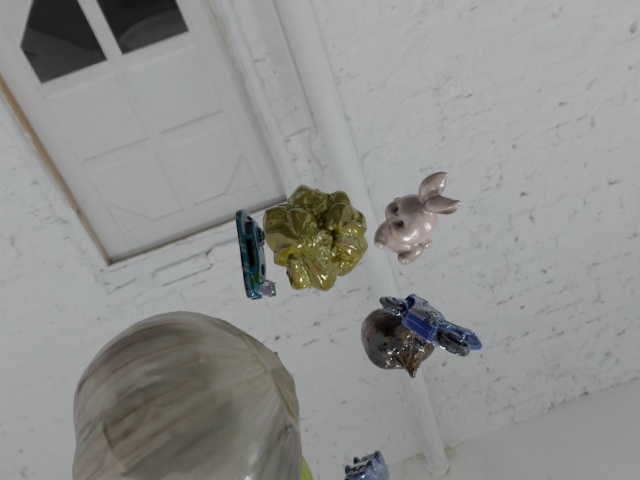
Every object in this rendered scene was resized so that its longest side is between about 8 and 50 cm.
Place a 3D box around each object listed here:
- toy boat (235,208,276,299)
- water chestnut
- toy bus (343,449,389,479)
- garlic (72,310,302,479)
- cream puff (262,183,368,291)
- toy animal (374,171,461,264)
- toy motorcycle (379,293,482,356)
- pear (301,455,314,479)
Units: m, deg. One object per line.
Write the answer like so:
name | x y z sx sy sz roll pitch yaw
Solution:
toy boat | -0.205 0.038 1.326 0.092 0.298 0.134 -11 167 4
water chestnut | 0.348 0.434 1.774 0.335 0.335 0.347 -19 -150 5
toy bus | 0.123 0.619 1.076 0.079 0.094 0.236 -21 159 11
garlic | -0.157 0.237 0.512 0.260 0.317 0.317 -24 -160 -5
cream puff | 0.008 0.003 1.185 0.274 0.323 0.269 -25 -153 8
toy animal | 0.173 -0.046 0.785 0.124 0.212 0.124 2 -120 -4
toy motorcycle | 0.217 0.165 0.830 0.205 0.076 0.114 31 -163 35
pear | -0.190 0.940 1.518 0.391 0.391 0.391 -18 -159 7
